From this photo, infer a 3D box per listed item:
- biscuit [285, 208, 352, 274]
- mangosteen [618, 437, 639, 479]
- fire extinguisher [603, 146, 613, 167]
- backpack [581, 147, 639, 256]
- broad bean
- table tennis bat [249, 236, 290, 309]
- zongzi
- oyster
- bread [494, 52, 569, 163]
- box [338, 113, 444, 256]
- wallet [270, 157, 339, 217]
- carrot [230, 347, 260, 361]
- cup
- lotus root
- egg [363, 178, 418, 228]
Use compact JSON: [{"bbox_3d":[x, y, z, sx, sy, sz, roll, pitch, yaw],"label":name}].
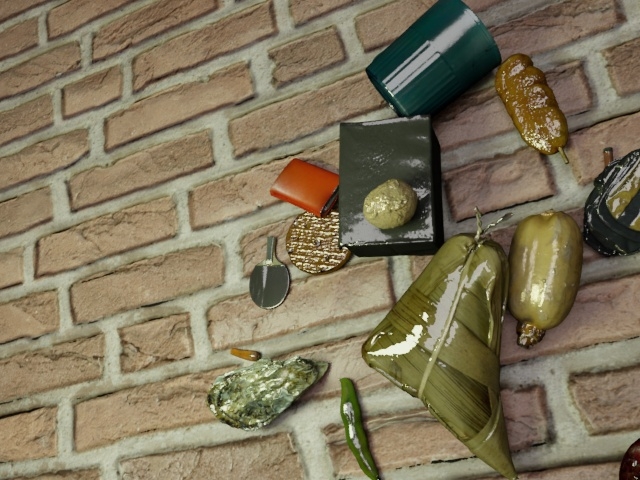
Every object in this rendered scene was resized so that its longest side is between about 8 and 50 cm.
[{"bbox_3d":[0.000,0.000,1.648,0.212,0.036,0.212,-5,74,17],"label":"biscuit"},{"bbox_3d":[0.727,0.501,1.172,0.210,0.210,0.209,-5,75,19],"label":"mangosteen"},{"bbox_3d":[0.726,-0.193,1.437,0.028,0.022,0.083,3,77,2],"label":"fire extinguisher"},{"bbox_3d":[0.735,-0.081,1.352,0.206,0.133,0.258,35,97,12],"label":"backpack"},{"bbox_3d":[0.093,0.502,1.481,0.060,0.043,0.297,-18,71,3],"label":"broad bean"},{"bbox_3d":[-0.150,0.095,1.689,0.130,0.019,0.220,-2,77,19],"label":"table tennis bat"},{"bbox_3d":[0.415,0.225,1.339,0.467,0.218,0.500,39,102,14],"label":"zongzi"},{"bbox_3d":[-0.143,0.404,1.552,0.351,0.158,0.162,-23,112,6],"label":"oyster"},{"bbox_3d":[0.570,-0.343,1.503,0.124,0.084,0.343,-32,67,29],"label":"bread"},{"bbox_3d":[0.192,-0.130,1.519,0.251,0.204,0.345,-3,75,19],"label":"box"},{"bbox_3d":[-0.036,-0.158,1.682,0.204,0.045,0.142,25,75,32],"label":"wallet"},{"bbox_3d":[-0.218,0.330,1.648,0.093,0.032,0.032,6,79,25],"label":"carrot"},{"bbox_3d":[0.282,-0.498,1.563,0.292,0.242,0.308,-41,69,9],"label":"cup"},{"bbox_3d":[0.533,0.094,1.369,0.169,0.152,0.342,6,82,41],"label":"lotus root"},{"bbox_3d":[0.166,-0.087,1.343,0.140,0.116,0.118,-26,43,-16],"label":"egg"}]
